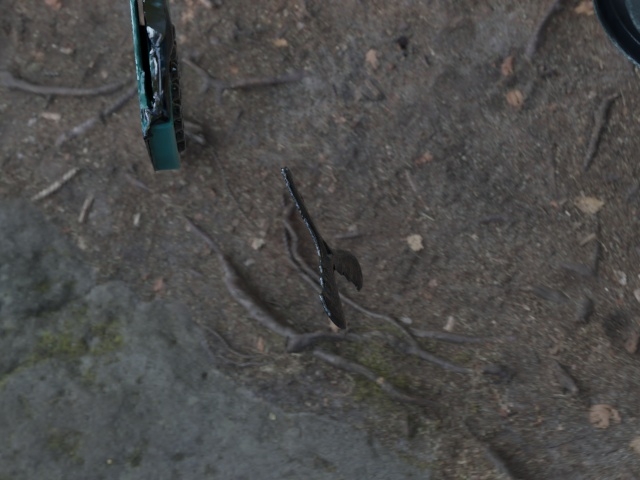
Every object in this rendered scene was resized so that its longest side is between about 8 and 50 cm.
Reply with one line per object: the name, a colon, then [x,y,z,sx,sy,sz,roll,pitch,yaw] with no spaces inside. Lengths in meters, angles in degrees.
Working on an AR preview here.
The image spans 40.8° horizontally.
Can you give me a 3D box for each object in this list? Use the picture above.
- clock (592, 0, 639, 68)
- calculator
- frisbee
clock: [0.443,-0.272,0.963,0.280,0.281,0.055,27,69,28]
calculator: [-0.231,-0.247,1.235,0.058,0.248,0.274,-5,79,-7]
frisbee: [0.000,0.000,0.975,0.012,0.211,0.187,-24,101,14]
